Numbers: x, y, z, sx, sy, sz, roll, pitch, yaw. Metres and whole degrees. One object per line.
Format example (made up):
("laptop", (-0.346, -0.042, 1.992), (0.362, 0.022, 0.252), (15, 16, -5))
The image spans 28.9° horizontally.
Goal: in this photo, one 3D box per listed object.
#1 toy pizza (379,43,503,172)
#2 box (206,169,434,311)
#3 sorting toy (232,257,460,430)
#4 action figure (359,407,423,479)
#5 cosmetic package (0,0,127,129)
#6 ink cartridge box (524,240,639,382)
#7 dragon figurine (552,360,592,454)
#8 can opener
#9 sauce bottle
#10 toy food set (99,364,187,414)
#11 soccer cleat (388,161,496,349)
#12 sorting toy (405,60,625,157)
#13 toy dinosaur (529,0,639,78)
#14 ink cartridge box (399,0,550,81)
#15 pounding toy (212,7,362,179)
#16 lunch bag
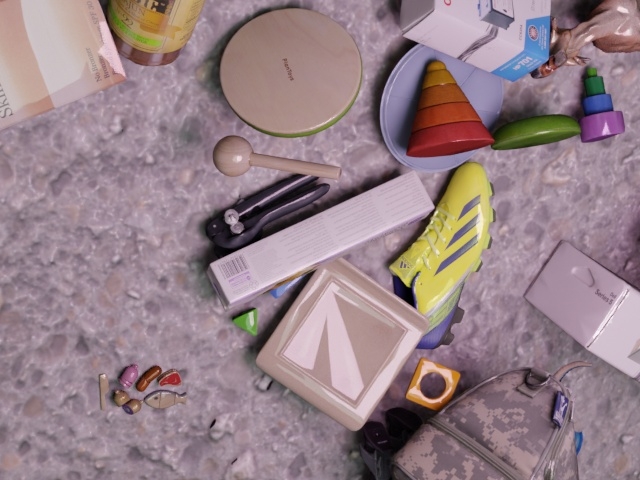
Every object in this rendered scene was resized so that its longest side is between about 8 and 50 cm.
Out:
("toy pizza", (0.167, -0.193, 1.740), (0.201, 0.032, 0.201), (-11, 116, -24))
("box", (0.000, 0.000, 1.709), (0.324, 0.063, 0.067), (-26, 82, -15))
("sorting toy", (0.032, 0.145, 1.768), (0.348, 0.047, 0.196), (35, 87, -5))
("action figure", (0.101, 0.404, 1.905), (0.185, 0.099, 0.285), (-15, 119, -30))
("cosmetic package", (-0.398, -0.213, 1.457), (0.296, 0.129, 0.153), (-25, 117, -11))
("ink cartridge box", (0.474, 0.135, 1.894), (0.273, 0.198, 0.114), (30, 97, -28))
("dragon figurine", (0.356, 0.310, 1.975), (0.144, 0.085, 0.289), (29, 101, -30))
("can opener", (-0.074, -0.044, 1.700), (0.186, 0.073, 0.059), (-34, 79, -10))
("sauce bottle", (-0.163, -0.338, 1.409), (0.111, 0.111, 0.344), (0, 150, -22))
("toy food set", (-0.245, 0.207, 1.736), (0.122, 0.019, 0.078), (-7, 111, -19))
("soccer cleat", (0.166, 0.022, 1.792), (0.121, 0.093, 0.289), (12, 104, -17))
("sorting toy", (0.272, -0.194, 1.736), (0.366, 0.127, 0.126), (-7, 85, -29))
("toy dinosaur", (0.412, -0.301, 1.750), (0.200, 0.127, 0.296), (-32, 160, 38))
("ink cartridge box", (0.209, -0.314, 1.657), (0.191, 0.082, 0.139), (18, 65, -28))
("pounding toy", (-0.039, -0.174, 1.619), (0.183, 0.110, 0.237), (7, 69, 6))
("lunch bag", (0.260, 0.347, 1.773), (0.256, 0.212, 0.305), (-43, 141, -22))
